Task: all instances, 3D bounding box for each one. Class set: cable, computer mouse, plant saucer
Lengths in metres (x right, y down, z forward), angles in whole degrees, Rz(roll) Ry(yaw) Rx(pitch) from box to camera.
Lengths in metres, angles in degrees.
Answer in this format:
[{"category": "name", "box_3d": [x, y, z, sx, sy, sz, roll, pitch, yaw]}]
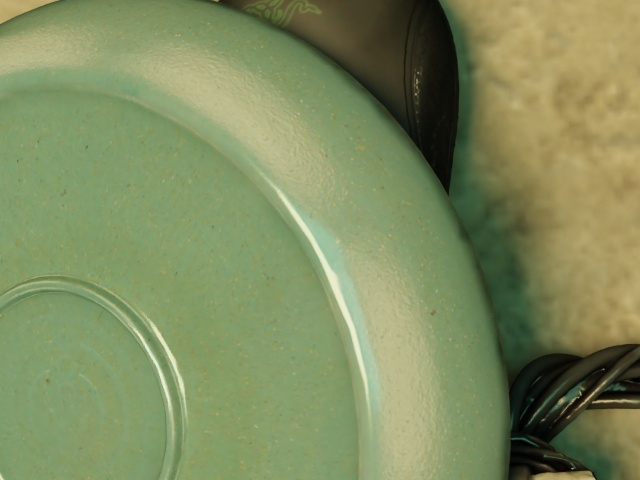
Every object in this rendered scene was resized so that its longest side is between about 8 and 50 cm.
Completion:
[{"category": "cable", "box_3d": [0.123, 0.131, 0.392, 0.150, 0.047, 0.184, 21, 88, 9]}, {"category": "computer mouse", "box_3d": [0.000, 0.000, 0.381, 0.188, 0.072, 0.272, -9, 79, 23]}, {"category": "plant saucer", "box_3d": [-0.088, 0.063, 0.372, 0.317, 0.044, 0.317, 3, 97, 25]}]
